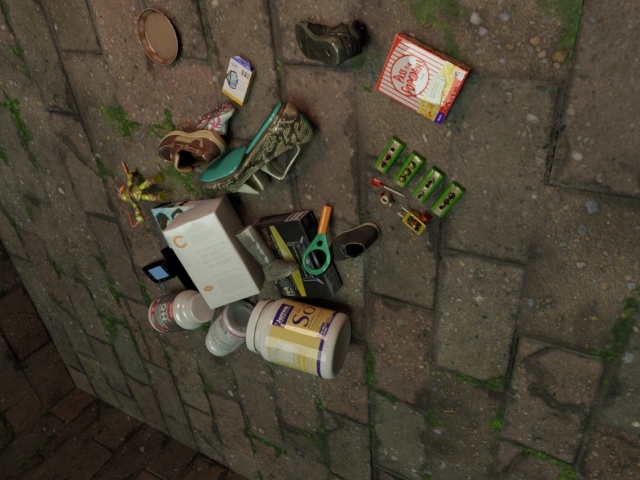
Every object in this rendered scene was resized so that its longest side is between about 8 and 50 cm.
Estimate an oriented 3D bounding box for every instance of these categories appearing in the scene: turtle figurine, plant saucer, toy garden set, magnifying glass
[{"bbox_3d":[-0.722,-0.201,1.957,0.217,0.087,0.269,-11,85,25],"label":"turtle figurine"},{"bbox_3d":[-0.508,-0.644,1.557,0.168,0.029,0.168,17,128,23],"label":"plant saucer"},{"bbox_3d":[0.245,-0.138,1.382,0.244,0.049,0.204,38,134,6],"label":"toy garden set"},{"bbox_3d":[0.000,0.000,1.599,0.092,0.026,0.231,8,102,-19],"label":"magnifying glass"}]

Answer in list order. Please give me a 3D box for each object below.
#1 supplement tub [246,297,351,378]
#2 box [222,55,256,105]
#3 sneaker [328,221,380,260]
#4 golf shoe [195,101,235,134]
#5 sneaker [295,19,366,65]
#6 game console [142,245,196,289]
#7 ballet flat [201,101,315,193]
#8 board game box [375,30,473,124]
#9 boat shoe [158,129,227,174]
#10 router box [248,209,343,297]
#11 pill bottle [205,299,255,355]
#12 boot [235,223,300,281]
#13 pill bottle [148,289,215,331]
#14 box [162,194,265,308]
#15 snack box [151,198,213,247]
[{"bbox_3d":[-0.076,0.346,1.792,0.331,0.241,0.241,12,127,18],"label":"supplement tub"},{"bbox_3d":[-0.245,-0.488,1.488,0.081,0.028,0.136,37,132,7],"label":"box"},{"bbox_3d":[0.081,0.023,1.562,0.083,0.118,0.222,50,134,-6],"label":"sneaker"},{"bbox_3d":[-0.323,-0.386,1.594,0.186,0.067,0.086,-12,132,48],"label":"golf shoe"},{"bbox_3d":[0.029,-0.512,1.252,0.227,0.130,0.087,40,148,45],"label":"sneaker"},{"bbox_3d":[-0.678,0.139,2.222,0.361,0.044,0.213,-17,110,42],"label":"game console"},{"bbox_3d":[-0.194,-0.246,1.553,0.182,0.164,0.483,38,137,-23],"label":"ballet flat"},{"bbox_3d":[0.248,-0.394,1.200,0.193,0.045,0.147,32,133,12],"label":"board game box"},{"bbox_3d":[-0.463,-0.291,1.677,0.342,0.123,0.123,5,147,39],"label":"boat shoe"},{"bbox_3d":[-0.087,0.056,1.727,0.243,0.081,0.309,-5,117,37],"label":"router box"},{"bbox_3d":[-0.384,0.384,2.111,0.160,0.160,0.283,44,135,0],"label":"pill bottle"},{"bbox_3d":[-0.181,0.034,1.679,0.189,0.076,0.208,-19,101,41],"label":"boot"},{"bbox_3d":[-0.617,0.316,2.213,0.318,0.176,0.176,-15,111,40],"label":"pill bottle"},{"bbox_3d":[-0.371,0.044,1.794,0.215,0.168,0.345,-19,114,15],"label":"box"},{"bbox_3d":[-0.515,-0.061,1.955,0.322,0.060,0.187,-1,120,35],"label":"snack box"}]
